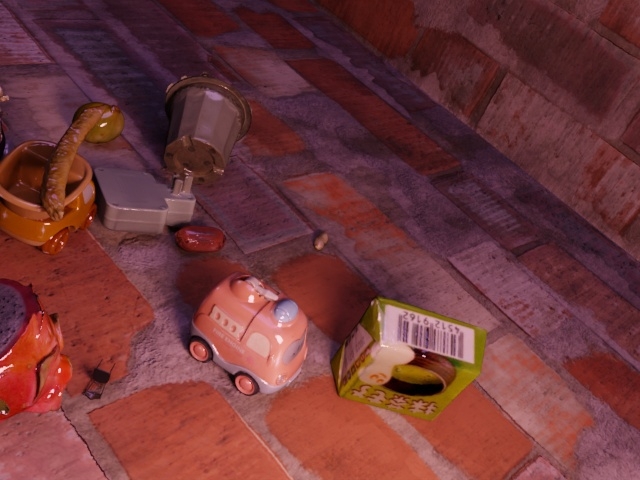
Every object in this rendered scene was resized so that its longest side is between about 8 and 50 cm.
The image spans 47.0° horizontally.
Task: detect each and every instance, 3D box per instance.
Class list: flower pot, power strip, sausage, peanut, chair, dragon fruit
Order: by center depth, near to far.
[{"bbox_3d":[-0.616,0.235,1.381,0.305,0.226,0.305,-7,42,7],"label":"dragon fruit"},{"bbox_3d":[-0.464,0.291,1.553,0.037,0.042,0.086,19,35,-4],"label":"chair"},{"bbox_3d":[-0.466,-0.121,1.981,0.261,0.141,0.229,4,29,-31],"label":"power strip"},{"bbox_3d":[-0.324,-0.003,1.999,0.141,0.076,0.076,-1,43,-31],"label":"sausage"},{"bbox_3d":[0.000,0.000,2.239,0.037,0.037,0.083,29,41,3],"label":"peanut"},{"bbox_3d":[-0.363,-0.321,2.255,0.290,0.290,0.259,17,49,-14],"label":"flower pot"}]

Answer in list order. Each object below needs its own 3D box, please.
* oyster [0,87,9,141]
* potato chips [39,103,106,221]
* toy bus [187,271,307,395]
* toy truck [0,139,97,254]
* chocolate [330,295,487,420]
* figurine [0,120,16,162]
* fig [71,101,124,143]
[{"bbox_3d":[-0.807,-0.218,1.679,0.271,0.275,0.100,50,5,28],"label":"oyster"},{"bbox_3d":[-0.588,-0.198,1.723,0.080,0.057,0.407,21,42,-17],"label":"potato chips"},{"bbox_3d":[-0.154,0.199,1.716,0.287,0.232,0.194,33,32,12],"label":"toy bus"},{"bbox_3d":[-0.671,-0.105,1.786,0.204,0.212,0.288,28,38,0],"label":"toy truck"},{"bbox_3d":[0.208,0.298,1.781,0.300,0.289,0.137,18,46,-12],"label":"chocolate"},{"bbox_3d":[-0.978,-0.253,1.850,0.364,0.206,0.218,-6,17,-4],"label":"figurine"},{"bbox_3d":[-0.661,-0.350,2.195,0.152,0.121,0.136,-9,49,-9],"label":"fig"}]
